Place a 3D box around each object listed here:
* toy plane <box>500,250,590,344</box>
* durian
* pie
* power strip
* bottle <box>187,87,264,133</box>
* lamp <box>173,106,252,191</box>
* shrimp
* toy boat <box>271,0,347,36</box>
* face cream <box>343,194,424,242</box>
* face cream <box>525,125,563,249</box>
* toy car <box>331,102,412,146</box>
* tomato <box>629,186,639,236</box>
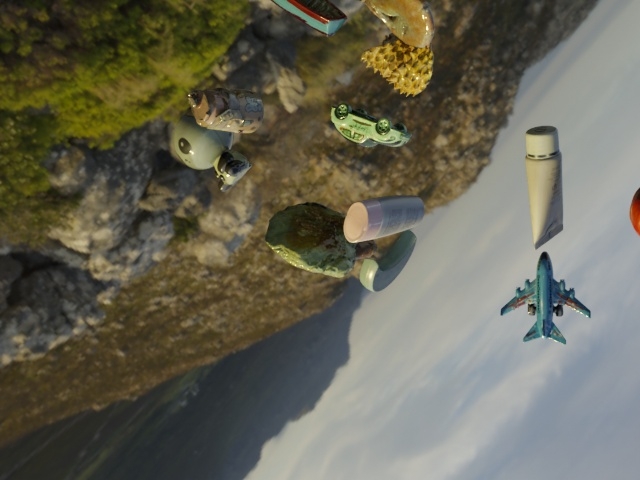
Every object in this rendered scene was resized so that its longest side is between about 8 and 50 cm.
[{"bbox_3d":[0.666,0.169,2.109,0.105,0.254,0.271,35,58,-63],"label":"toy plane"},{"bbox_3d":[0.253,-0.532,2.149,0.186,0.195,0.305,-29,-162,-25],"label":"durian"},{"bbox_3d":[-0.009,-0.004,1.808,0.274,0.257,0.105,-33,154,-55],"label":"pie"},{"bbox_3d":[0.205,0.067,2.144,0.253,0.054,0.167,-32,148,-44],"label":"power strip"},{"bbox_3d":[-0.194,-0.262,1.433,0.152,0.099,0.099,-5,139,-51],"label":"bottle"},{"bbox_3d":[-0.320,-0.272,2.082,0.198,0.244,0.198,-40,176,-3],"label":"lamp"},{"bbox_3d":[0.184,-0.592,1.845,0.077,0.317,0.168,-31,132,-19],"label":"shrimp"},{"bbox_3d":[-0.098,-0.674,1.894,0.136,0.392,0.079,-29,153,-47],"label":"toy boat"},{"bbox_3d":[0.123,-0.046,1.353,0.198,0.057,0.084,-10,124,-50],"label":"face cream"},{"bbox_3d":[0.587,-0.139,1.850,0.143,0.314,0.089,-30,-153,-35],"label":"face cream"},{"bbox_3d":[0.167,-0.385,2.480,0.136,0.306,0.125,0,115,-58],"label":"toy car"},{"bbox_3d":[0.825,-0.070,1.694,0.187,0.151,0.187,-20,-145,15],"label":"tomato"}]
